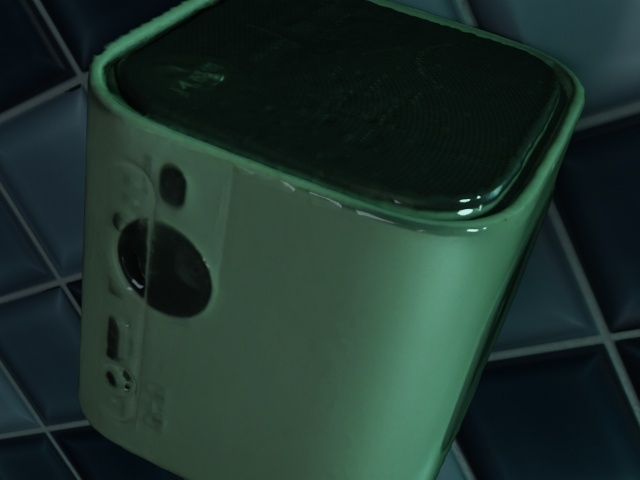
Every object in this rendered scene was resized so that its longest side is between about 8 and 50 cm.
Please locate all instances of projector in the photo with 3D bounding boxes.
[{"bbox_3d":[0.000,0.000,0.585,0.249,0.248,0.249,22,128,14],"label":"projector"}]
